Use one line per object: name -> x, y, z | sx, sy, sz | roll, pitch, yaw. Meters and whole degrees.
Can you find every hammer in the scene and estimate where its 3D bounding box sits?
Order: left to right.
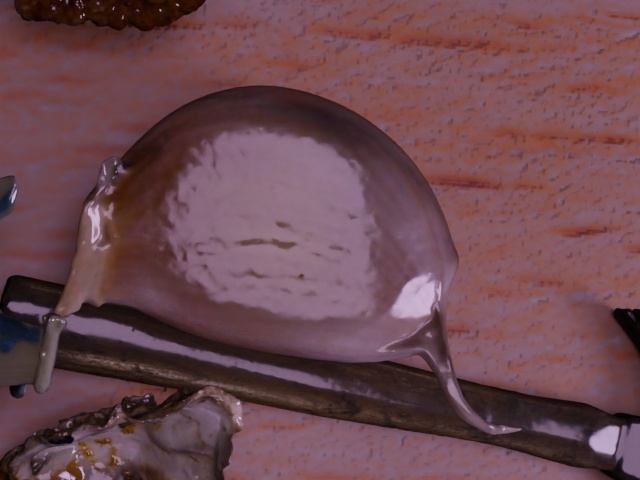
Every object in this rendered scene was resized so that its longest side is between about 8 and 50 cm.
hammer -> 0.028, 0.091, 0.841 | 0.439, 0.044, 0.168 | 12, 82, -13

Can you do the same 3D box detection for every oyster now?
oyster -> -0.117, 0.124, 0.792 | 0.148, 0.051, 0.103 | -4, 119, -8

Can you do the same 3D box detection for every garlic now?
garlic -> 0.005, -0.001, 0.796 | 0.266, 0.128, 0.149 | 18, 101, 5

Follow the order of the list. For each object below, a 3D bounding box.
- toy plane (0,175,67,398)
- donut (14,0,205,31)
toy plane -> -0.229, 0.080, 0.757 | 0.192, 0.088, 0.262 | 18, 105, 21
donut -> -0.112, -0.230, 0.813 | 0.126, 0.144, 0.187 | 10, 53, -20
